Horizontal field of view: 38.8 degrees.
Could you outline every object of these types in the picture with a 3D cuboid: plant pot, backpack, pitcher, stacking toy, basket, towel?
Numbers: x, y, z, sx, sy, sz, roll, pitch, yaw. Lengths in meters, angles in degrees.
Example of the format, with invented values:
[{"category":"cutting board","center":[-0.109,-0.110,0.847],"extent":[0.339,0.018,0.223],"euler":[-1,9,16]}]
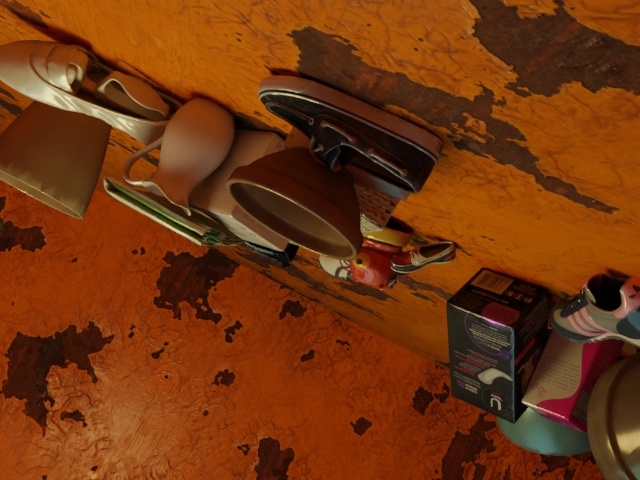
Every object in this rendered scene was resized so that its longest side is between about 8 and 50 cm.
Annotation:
[{"category":"plant pot","center":[0.539,0.318,2.079],"extent":[0.290,0.290,0.195],"euler":[17,130,43]},{"category":"plant pot","center":[0.701,0.331,1.646],"extent":[0.323,0.323,0.280],"euler":[28,153,-8]},{"category":"plant pot","center":[-0.023,-0.073,1.455],"extent":[0.237,0.109,0.237],"euler":[27,164,8]},{"category":"backpack","center":[-0.143,-0.020,2.409],"extent":[0.173,0.116,0.158],"euler":[24,170,11]},{"category":"plant pot","center":[-0.588,-0.228,2.062],"extent":[0.257,0.274,0.256],"euler":[26,170,5]},{"category":"pitcher","center":[-0.271,-0.173,1.732],"extent":[0.178,0.207,0.125],"euler":[24,169,20]},{"category":"stacking toy","center":[0.000,0.000,1.935],"extent":[0.280,0.130,0.309],"euler":[14,-178,-43]},{"category":"basket","center":[0.051,-0.093,1.609],"extent":[0.167,0.103,0.113],"euler":[31,168,-16]},{"category":"towel","center":[-0.295,-0.055,1.873],"extent":[0.248,0.038,0.325],"euler":[27,-177,8]}]

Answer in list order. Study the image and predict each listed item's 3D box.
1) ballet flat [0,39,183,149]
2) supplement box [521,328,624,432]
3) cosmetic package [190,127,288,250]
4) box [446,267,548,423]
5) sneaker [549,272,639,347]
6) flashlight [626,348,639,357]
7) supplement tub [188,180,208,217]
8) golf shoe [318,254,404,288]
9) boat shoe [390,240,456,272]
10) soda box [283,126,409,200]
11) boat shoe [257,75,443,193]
[{"category":"ballet flat","center":[-0.441,-0.309,1.784],"extent":[0.400,0.139,0.139],"euler":[25,170,-12]},{"category":"supplement box","center":[0.524,0.268,1.879],"extent":[0.111,0.220,0.114],"euler":[18,166,42]},{"category":"cosmetic package","center":[-0.121,-0.102,1.771],"extent":[0.151,0.183,0.151],"euler":[35,168,-38]},{"category":"box","center":[0.372,0.219,1.904],"extent":[0.165,0.143,0.270],"euler":[21,134,35]},{"category":"sneaker","center":[0.484,0.104,1.570],"extent":[0.131,0.112,0.319],"euler":[47,162,-12]},{"category":"flashlight","center":[0.770,0.338,1.947],"extent":[0.304,0.103,0.103],"euler":[29,172,-19]},{"category":"supplement tub","center":[-0.266,-0.130,2.099],"extent":[0.144,0.144,0.200],"euler":[28,170,-5]},{"category":"golf shoe","center":[0.088,0.033,2.218],"extent":[0.273,0.105,0.120],"euler":[7,143,46]},{"category":"boat shoe","center":[0.208,0.031,1.851],"extent":[0.137,0.049,0.043],"euler":[-11,145,7]},{"category":"soda box","center":[0.052,-0.139,1.465],"extent":[0.216,0.073,0.069],"euler":[22,168,27]},{"category":"boat shoe","center":[0.028,-0.155,1.366],"extent":[0.301,0.102,0.108],"euler":[24,169,12]}]
